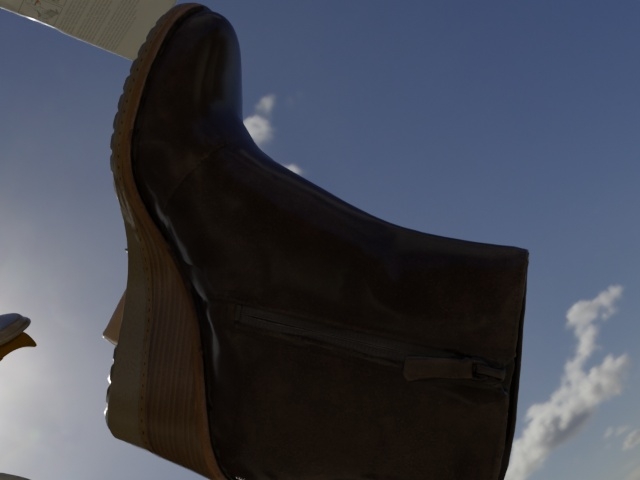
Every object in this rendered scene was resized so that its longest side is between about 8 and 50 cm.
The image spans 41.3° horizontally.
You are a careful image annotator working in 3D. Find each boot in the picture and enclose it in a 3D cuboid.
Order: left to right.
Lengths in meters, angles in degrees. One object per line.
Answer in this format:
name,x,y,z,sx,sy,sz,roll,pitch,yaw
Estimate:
boot,0.000,0.000,0.425,0.207,0.248,0.090,2,-6,20

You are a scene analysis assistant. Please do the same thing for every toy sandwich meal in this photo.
toy sandwich meal,-0.240,0.079,0.596,0.085,0.029,0.085,-17,14,4

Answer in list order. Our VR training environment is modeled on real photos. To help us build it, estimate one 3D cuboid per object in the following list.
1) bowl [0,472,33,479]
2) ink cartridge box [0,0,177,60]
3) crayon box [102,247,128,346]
bowl,-0.205,0.236,0.506,0.134,0.298,0.298,-55,-28,9
ink cartridge box,-0.313,-0.380,1.172,0.239,0.060,0.275,19,-31,-27
crayon box,-0.039,0.103,0.680,0.203,0.323,0.083,30,-99,-30
